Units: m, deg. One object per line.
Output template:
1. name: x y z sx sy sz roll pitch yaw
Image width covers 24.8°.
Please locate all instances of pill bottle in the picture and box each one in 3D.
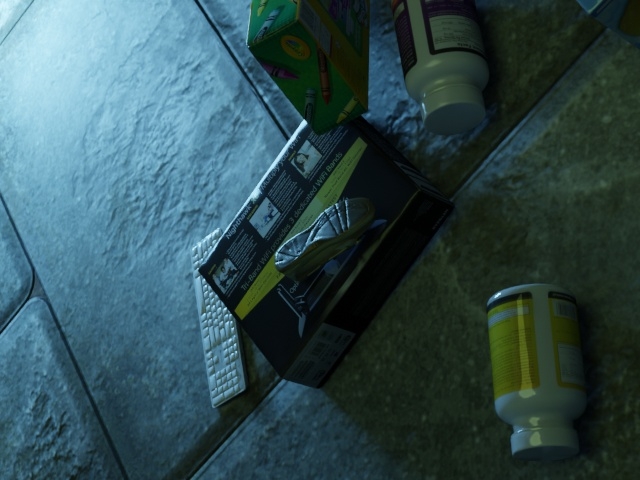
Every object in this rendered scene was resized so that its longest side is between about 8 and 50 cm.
1. pill bottle: 0.243 0.148 1.628 0.103 0.103 0.184 -19 62 36
2. pill bottle: 0.155 -0.236 1.845 0.108 0.108 0.194 -26 58 33

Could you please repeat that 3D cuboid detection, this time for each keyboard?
1. keyboard: -0.146 0.108 2.059 0.072 0.014 0.256 -30 56 31

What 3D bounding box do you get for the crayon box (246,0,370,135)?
1. crayon box: -0.011 -0.290 1.908 0.081 0.165 0.278 -25 36 22

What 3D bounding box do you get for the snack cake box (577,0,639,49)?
1. snack cake box: 0.408 -0.346 1.625 0.264 0.152 0.089 -47 50 20

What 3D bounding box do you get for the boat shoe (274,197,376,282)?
1. boat shoe: 0.013 0.001 1.825 0.153 0.048 0.056 -36 42 19

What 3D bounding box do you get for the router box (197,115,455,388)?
1. router box: 0.000 0.000 1.919 0.309 0.081 0.243 -54 48 14
